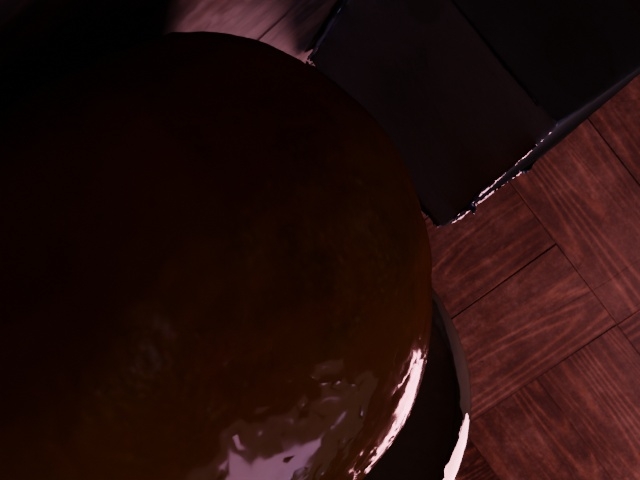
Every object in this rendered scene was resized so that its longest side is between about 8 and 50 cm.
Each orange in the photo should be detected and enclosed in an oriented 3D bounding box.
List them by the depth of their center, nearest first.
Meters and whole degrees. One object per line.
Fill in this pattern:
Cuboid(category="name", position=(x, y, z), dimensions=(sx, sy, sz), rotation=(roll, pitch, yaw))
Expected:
Cuboid(category="orange", position=(-0.077, 0.041, 0.513), dimensions=(0.284, 0.226, 0.284), rotation=(-40, 180, 0))

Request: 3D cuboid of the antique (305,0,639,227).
Cuboid(category="antique", position=(0.103, -0.117, 0.686), dimensions=(0.148, 0.146, 0.152), rotation=(-36, 174, -29))

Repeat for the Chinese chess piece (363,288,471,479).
Cuboid(category="Chinese chess piece", position=(-0.035, 0.143, 1.005), dimensions=(0.338, 0.338, 0.140), rotation=(-36, 171, -3))
